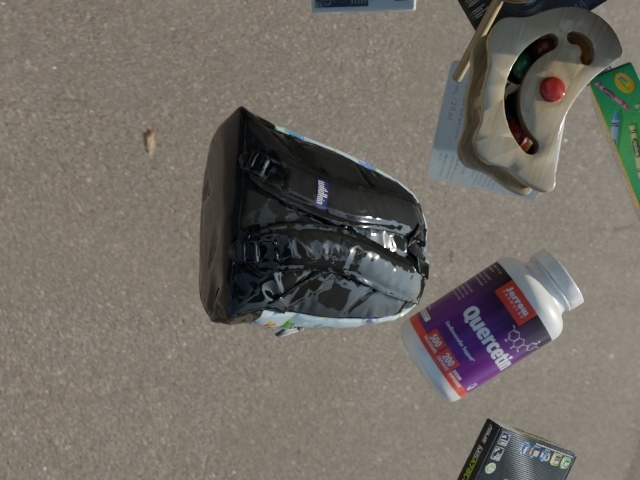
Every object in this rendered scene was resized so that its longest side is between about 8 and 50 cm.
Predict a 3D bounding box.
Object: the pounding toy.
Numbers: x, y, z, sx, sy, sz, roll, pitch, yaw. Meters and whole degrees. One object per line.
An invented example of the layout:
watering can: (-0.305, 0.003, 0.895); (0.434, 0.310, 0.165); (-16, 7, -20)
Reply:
pounding toy: (0.253, -0.190, 0.823); (0.154, 0.155, 0.269); (9, 90, -5)

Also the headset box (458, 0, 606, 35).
headset box: (0.401, -0.537, 1.333); (0.283, 0.246, 0.131); (59, 39, -5)

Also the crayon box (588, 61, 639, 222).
crayon box: (0.584, -0.165, 1.234); (0.165, 0.081, 0.278); (24, 49, -62)

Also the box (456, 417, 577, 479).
box: (0.324, 0.416, 1.146); (0.191, 0.045, 0.184); (25, 89, -23)

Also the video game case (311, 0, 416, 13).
video game case: (0.070, -0.470, 1.090); (0.022, 0.173, 0.190); (-44, 135, -73)

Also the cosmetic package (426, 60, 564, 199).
cosmetic package: (0.276, -0.170, 1.063); (0.151, 0.184, 0.151); (66, 36, -76)

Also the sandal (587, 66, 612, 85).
sandal: (0.710, -0.412, 1.689); (0.179, 0.067, 0.040); (20, 53, -29)

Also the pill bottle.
pill bottle: (0.326, 0.155, 1.286); (0.323, 0.181, 0.181); (-35, 127, 7)

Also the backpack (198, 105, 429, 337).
backpack: (0.000, 0.000, 0.984); (0.356, 0.273, 0.289); (6, 76, -25)
